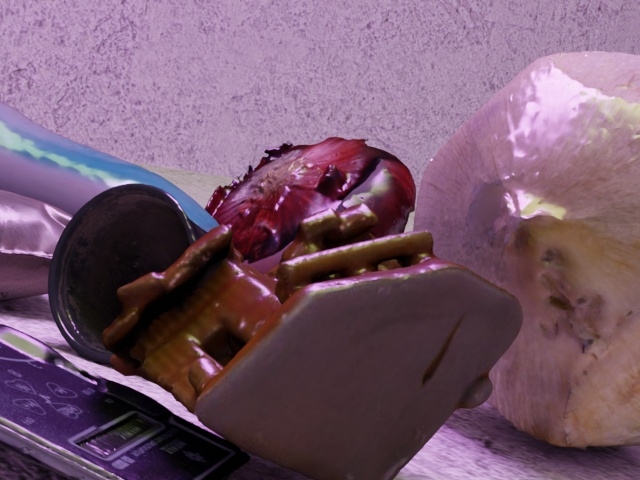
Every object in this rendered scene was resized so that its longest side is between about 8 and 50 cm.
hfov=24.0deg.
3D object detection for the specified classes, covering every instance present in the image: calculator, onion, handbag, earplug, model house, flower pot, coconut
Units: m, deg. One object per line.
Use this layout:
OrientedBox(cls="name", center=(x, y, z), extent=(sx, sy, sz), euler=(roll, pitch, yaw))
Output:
OrientedBox(cls="calculator", center=(-0.185, 0.097, 0.957), extent=(0.274, 0.028, 0.166), euler=(26, 8, 9))
OrientedBox(cls="onion", center=(0.000, 0.000, 1.772), extent=(0.272, 0.195, 0.272), euler=(-21, 32, 14))
OrientedBox(cls="handbag", center=(-0.348, 0.001, 1.446), extent=(0.271, 0.117, 0.182), euler=(7, -1, -25))
OrientedBox(cls="earplug", center=(-0.252, -0.019, 1.635), extent=(0.324, 0.185, 0.185), euler=(20, 8, 16))
OrientedBox(cls="model house", center=(-0.023, 0.053, 1.047), extent=(0.229, 0.199, 0.219), euler=(27, -14, 46))
OrientedBox(cls="flower pot", center=(-0.147, 0.038, 1.326), extent=(0.157, 0.157, 0.107), euler=(14, -6, 30))
OrientedBox(cls="coconut", center=(0.243, 0.014, 1.301), extent=(0.346, 0.346, 0.360), euler=(16, 6, 41))
